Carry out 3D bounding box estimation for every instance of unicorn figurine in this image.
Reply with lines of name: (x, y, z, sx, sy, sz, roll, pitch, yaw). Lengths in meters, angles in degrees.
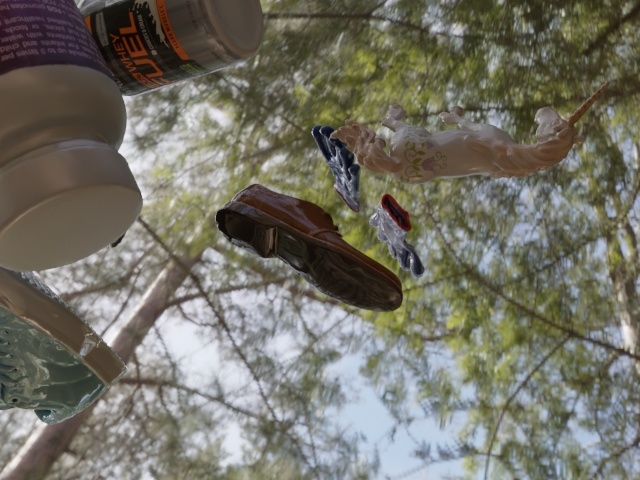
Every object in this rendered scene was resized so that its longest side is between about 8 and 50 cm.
unicorn figurine: (0.097, -0.066, 0.608, 0.161, 0.111, 0.060, -19, -65, -8)

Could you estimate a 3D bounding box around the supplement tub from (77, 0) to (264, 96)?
supplement tub: (-0.270, -0.354, 1.500, 0.315, 0.193, 0.194, -11, -65, 27)

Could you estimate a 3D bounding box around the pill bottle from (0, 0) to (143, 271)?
pill bottle: (-0.264, -0.132, 0.750, 0.169, 0.169, 0.302, -40, -112, 29)

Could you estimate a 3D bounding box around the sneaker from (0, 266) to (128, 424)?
sneaker: (-0.342, 0.125, 1.021, 0.135, 0.150, 0.366, 34, -17, 29)

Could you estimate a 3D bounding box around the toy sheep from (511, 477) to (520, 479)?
toy sheep: (0.219, 0.354, 1.101, 0.091, 0.091, 0.132, 27, -92, -2)

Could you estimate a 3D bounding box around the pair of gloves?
pair of gloves: (0.055, -0.048, 1.018, 0.023, 0.159, 0.198, -34, -110, -8)

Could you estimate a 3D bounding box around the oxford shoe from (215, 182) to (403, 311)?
oxford shoe: (0.000, 0.000, 0.935, 0.212, 0.076, 0.076, 30, -39, 9)

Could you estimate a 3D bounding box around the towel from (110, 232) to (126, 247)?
towel: (-0.261, -0.069, 0.984, 0.152, 0.023, 0.113, 50, -34, 2)
